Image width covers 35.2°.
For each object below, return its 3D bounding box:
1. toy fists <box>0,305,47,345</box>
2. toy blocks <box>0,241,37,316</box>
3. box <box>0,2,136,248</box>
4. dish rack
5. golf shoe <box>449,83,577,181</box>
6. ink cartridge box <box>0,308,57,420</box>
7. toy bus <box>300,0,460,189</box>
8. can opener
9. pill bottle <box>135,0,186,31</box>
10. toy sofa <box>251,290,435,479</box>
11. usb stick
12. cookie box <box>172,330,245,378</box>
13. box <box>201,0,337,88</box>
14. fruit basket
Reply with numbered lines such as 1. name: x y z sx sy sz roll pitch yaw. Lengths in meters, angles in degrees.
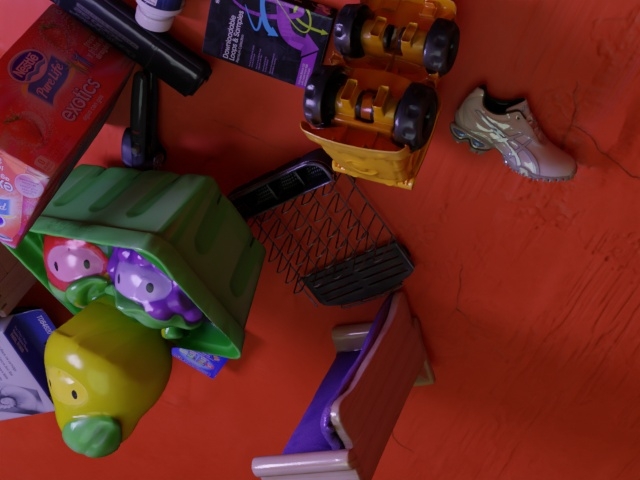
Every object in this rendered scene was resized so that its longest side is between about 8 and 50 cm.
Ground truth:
1. toy fists: -0.590 0.198 1.823 0.279 0.096 0.142 -6 120 11
2. toy blocks: -0.625 0.089 1.623 0.381 0.261 0.190 -8 124 29
3. box: -0.376 -0.156 1.331 0.142 0.300 0.154 31 132 -9
4. dish rack: 0.000 0.000 1.483 0.208 0.074 0.271 -22 118 33
5. golf shoe: 0.257 -0.137 1.292 0.176 0.069 0.086 23 125 -2
6. ink cartridge box: -0.538 0.222 1.734 0.224 0.045 0.223 -13 133 7
7. toy bus: 0.093 -0.172 1.260 0.149 0.220 0.211 15 163 22
8. can opener: -0.255 -0.162 1.446 0.073 0.059 0.186 16 131 6
9. pill bottle: -0.199 -0.328 1.286 0.067 0.067 0.120 25 131 -2
10. toy sofa: 0.037 0.230 1.464 0.150 0.362 0.177 -11 112 26
11. usb stick: -0.270 -0.290 1.353 0.278 0.045 0.077 35 153 -11
12. cookie box: -0.191 0.173 1.708 0.092 0.040 0.107 31 131 -7
13. box: -0.069 -0.271 1.315 0.162 0.029 0.116 20 131 4
14. fruit basket: -0.293 0.097 1.413 0.392 0.392 0.283 -11 135 26
